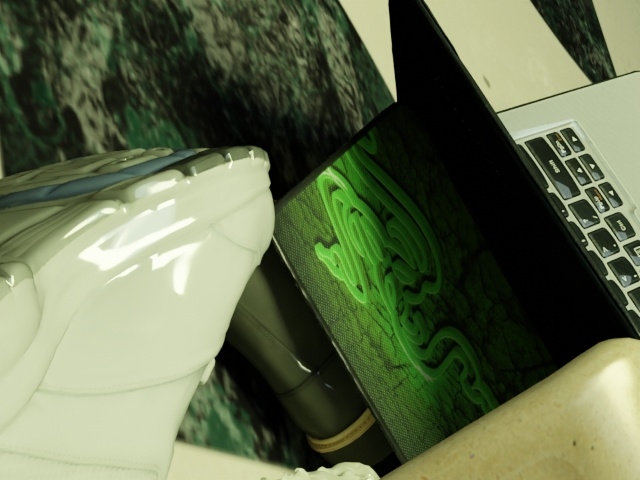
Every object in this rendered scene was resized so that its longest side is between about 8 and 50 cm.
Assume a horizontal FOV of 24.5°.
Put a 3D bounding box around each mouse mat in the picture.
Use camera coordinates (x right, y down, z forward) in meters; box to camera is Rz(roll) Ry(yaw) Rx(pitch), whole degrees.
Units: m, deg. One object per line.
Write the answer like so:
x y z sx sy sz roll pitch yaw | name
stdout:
0.055 0.036 0.729 0.189 0.007 0.152 59 40 -11 | mouse mat

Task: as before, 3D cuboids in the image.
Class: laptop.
0.229 0.027 0.851 0.408 0.236 0.382 -19 70 -37 | laptop

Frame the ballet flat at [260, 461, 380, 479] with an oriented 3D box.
0.032 0.174 0.618 0.409 0.147 0.147 40 35 -47 | ballet flat

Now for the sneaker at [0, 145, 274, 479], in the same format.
-0.093 0.047 0.513 0.297 0.111 0.129 -43 122 -60 | sneaker

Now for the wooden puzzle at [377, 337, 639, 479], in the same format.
0.009 0.240 0.367 0.322 0.348 0.080 63 -18 -7 | wooden puzzle

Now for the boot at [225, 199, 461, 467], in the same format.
0.000 0.000 0.742 0.137 0.077 0.198 46 30 -25 | boot
